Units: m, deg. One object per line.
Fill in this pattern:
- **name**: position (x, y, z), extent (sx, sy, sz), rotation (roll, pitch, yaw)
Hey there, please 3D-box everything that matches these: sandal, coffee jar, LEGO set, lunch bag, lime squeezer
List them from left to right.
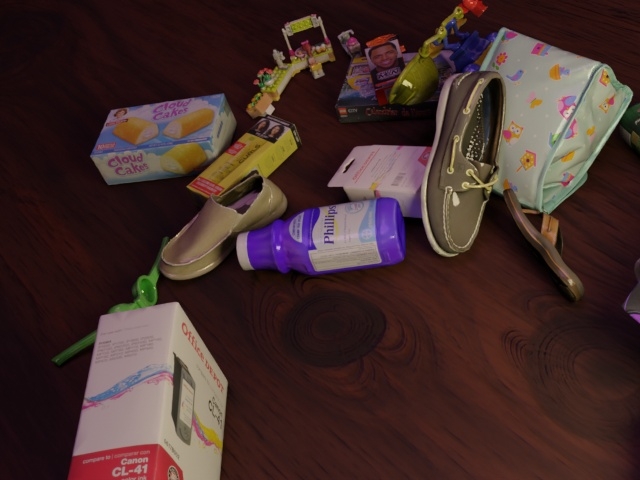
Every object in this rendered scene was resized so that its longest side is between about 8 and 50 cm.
- **lime squeezer**: position (-0.335, 0.112, 1.573), extent (0.310, 0.059, 0.110), rotation (-52, 19, -26)
- **LEGO set**: position (-0.061, -0.384, 1.885), extent (0.287, 0.107, 0.132), rotation (-33, 45, -11)
- **lunch bag**: position (0.355, -0.191, 1.502), extent (0.223, 0.160, 0.262), rotation (33, 100, 39)
- **sandal**: position (0.352, -0.001, 1.371), extent (0.060, 0.090, 0.219), rotation (-32, 47, 5)
- **coffee jar**: position (0.568, -0.151, 1.442), extent (0.096, 0.079, 0.184), rotation (-22, 45, 1)

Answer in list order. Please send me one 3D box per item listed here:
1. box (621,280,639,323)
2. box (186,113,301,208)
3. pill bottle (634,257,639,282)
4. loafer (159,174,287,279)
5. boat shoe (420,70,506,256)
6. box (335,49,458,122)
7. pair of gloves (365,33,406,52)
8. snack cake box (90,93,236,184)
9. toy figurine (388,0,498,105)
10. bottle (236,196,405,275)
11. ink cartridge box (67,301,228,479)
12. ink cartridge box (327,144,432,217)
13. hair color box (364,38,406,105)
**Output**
- **box**: position (0.548, 0.041, 1.124), extent (0.270, 0.143, 0.165), rotation (-57, 37, 14)
- **box**: position (-0.146, -0.146, 1.727), extent (0.087, 0.058, 0.232), rotation (27, 62, 37)
- **pill bottle**: position (0.540, 0.029, 1.274), extent (0.160, 0.087, 0.087), rotation (-28, 45, -6)
- **loafer**: position (-0.185, -0.033, 1.610), extent (0.268, 0.092, 0.102), rotation (-38, 46, -16)
- **boat shoe**: position (0.236, -0.124, 1.433), extent (0.091, 0.109, 0.305), rotation (3, 84, 57)
- **box**: position (0.159, -0.307, 1.772), extent (0.233, 0.044, 0.159), rotation (0, 49, 21)
- **pair of gloves**: position (0.140, -0.413, 1.906), extent (0.074, 0.010, 0.083), rotation (-20, 47, 0)
- **snack cake box**: position (-0.319, -0.207, 1.831), extent (0.264, 0.089, 0.152), rotation (-6, 47, 16)
- **toy figurine**: position (0.304, -0.324, 1.624), extent (0.217, 0.191, 0.362), rotation (40, 51, -2)
- **bottle**: position (0.000, 0.000, 1.507), extent (0.282, 0.092, 0.118), rotation (-8, 47, 14)
- **ink cartridge box**: position (-0.231, 0.274, 1.241), extent (0.131, 0.226, 0.306), rotation (-10, 46, 12)
- **ink cartridge box**: position (0.123, -0.106, 1.566), extent (0.198, 0.067, 0.115), rotation (8, 51, 40)
- **hair color box**: position (0.133, -0.329, 1.739), extent (0.072, 0.043, 0.141), rotation (-17, 44, 7)
